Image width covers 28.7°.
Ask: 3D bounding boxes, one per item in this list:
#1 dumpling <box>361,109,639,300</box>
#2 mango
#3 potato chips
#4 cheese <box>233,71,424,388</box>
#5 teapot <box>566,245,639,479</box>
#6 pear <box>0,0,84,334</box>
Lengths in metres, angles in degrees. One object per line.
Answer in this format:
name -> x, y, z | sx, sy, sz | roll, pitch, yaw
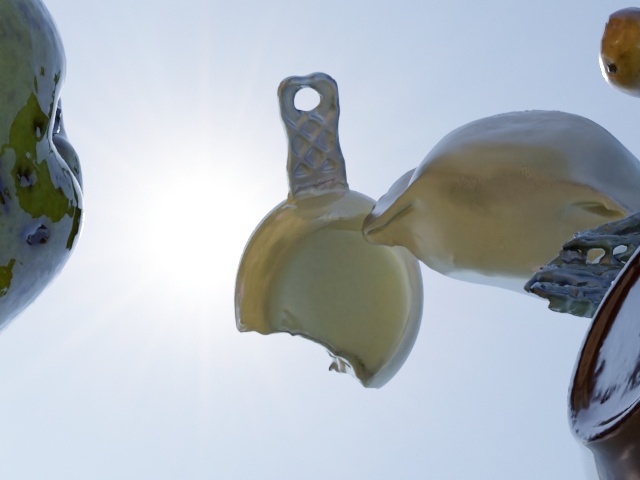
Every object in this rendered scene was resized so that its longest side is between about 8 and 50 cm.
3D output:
dumpling -> 0.151, -0.025, 0.894 | 0.250, 0.162, 0.132 | 5, -69, 32
mango -> 0.291, -0.163, 1.097 | 0.060, 0.114, 0.080 | 15, -75, 51
potato chips -> 0.176, 0.020, 0.592 | 0.092, 0.207, 0.028 | -107, -147, -47
cheese -> 0.019, -0.005, 1.018 | 0.071, 0.163, 0.249 | -142, -116, -68
teapot -> 0.122, 0.033, 0.334 | 0.078, 0.098, 0.129 | 23, -56, -7
pear -> -0.271, -0.049, 0.662 | 0.304, 0.304, 0.304 | 29, -44, 32
